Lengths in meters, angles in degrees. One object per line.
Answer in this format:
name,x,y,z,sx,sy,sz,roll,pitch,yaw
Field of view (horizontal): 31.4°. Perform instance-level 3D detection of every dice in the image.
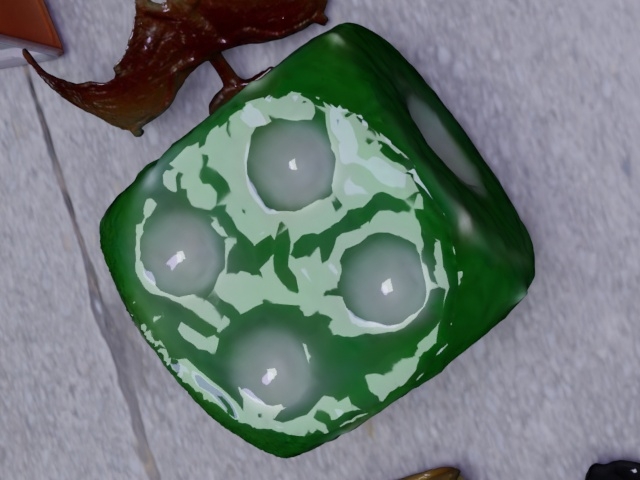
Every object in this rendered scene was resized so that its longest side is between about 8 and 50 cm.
dice,0.000,0.000,1.028,0.300,0.287,0.297,-36,93,16

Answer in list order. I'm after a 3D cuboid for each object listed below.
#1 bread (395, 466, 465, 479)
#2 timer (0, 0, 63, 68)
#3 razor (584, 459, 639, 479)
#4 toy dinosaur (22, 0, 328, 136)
bread,0.078,0.307,1.138,0.191,0.132,0.114,-29,90,23
timer,-0.446,-0.232,1.169,0.250,0.257,0.161,-21,85,18
razor,0.301,0.392,1.085,0.205,0.113,0.348,17,104,18
toy dinosaur,-0.119,-0.230,1.124,0.327,0.207,0.112,-47,43,24
